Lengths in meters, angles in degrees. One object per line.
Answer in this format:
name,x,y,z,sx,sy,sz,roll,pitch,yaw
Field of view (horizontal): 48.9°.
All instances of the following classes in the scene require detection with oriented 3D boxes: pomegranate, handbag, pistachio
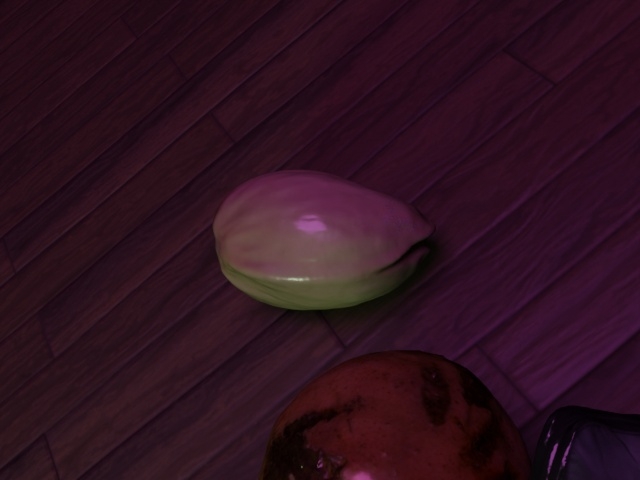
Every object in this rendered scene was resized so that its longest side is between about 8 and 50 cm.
pomegranate,0.082,0.275,0.746,0.322,0.322,0.322,-13,58,21
handbag,0.257,0.328,0.660,0.075,0.192,0.332,0,78,57
pistachio,0.000,0.000,1.020,0.332,0.207,0.226,0,20,20
